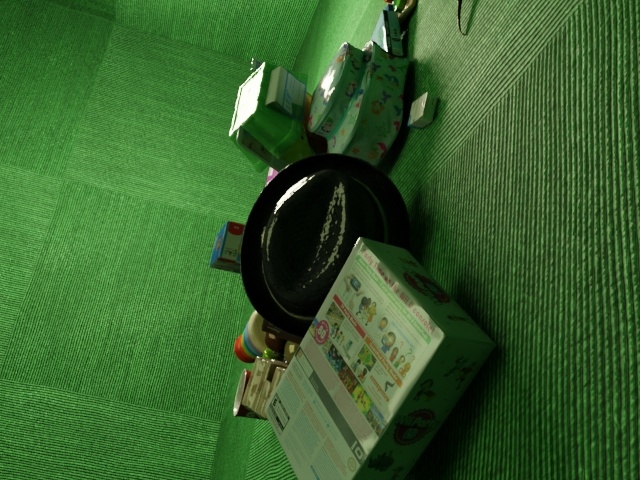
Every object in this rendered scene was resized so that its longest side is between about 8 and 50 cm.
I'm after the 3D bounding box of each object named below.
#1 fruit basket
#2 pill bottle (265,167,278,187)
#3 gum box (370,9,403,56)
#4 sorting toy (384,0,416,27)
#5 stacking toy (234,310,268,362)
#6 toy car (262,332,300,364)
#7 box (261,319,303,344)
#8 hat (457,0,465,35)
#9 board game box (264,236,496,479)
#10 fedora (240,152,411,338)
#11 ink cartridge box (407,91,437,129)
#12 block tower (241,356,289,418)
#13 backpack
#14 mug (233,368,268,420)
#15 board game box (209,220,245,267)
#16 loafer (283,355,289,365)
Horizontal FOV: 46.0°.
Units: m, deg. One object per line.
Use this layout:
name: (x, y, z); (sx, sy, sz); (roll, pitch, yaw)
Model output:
fruit basket: (-0.026, -0.244, 1.737); (0.165, 0.353, 0.327); (-43, 29, 40)
pill bottle: (-0.104, -0.102, 2.376); (0.169, 0.169, 0.302); (163, 120, -78)
gum box: (0.142, -0.417, 1.774); (0.184, 0.041, 0.157); (116, 155, -55)
sorting toy: (0.201, -0.613, 1.788); (0.307, 0.041, 0.229); (132, 150, -69)
stacking toy: (-0.164, 0.279, 2.084); (0.330, 0.141, 0.141); (133, 149, -63)
toy car: (-0.032, 0.254, 1.764); (0.188, 0.148, 0.155); (38, 120, 47)
box: (0.006, 0.086, 1.462); (0.167, 0.168, 0.203); (-57, -13, -66)
hat: (0.262, -0.499, 1.370); (0.208, 0.184, 0.173); (-35, 16, -7)
board game box: (0.062, 0.184, 0.993); (0.304, 0.097, 0.224); (-61, 37, 19)
fedora: (0.000, 0.000, 1.270); (0.152, 0.333, 0.334); (49, -127, -78)
ink cartridge box: (0.190, -0.238, 1.388); (0.083, 0.028, 0.048); (163, 121, -78)
block tower: (0.002, 0.274, 1.203); (0.335, 0.090, 0.097); (15, 87, 55)
backpack: (0.082, -0.277, 1.604); (0.225, 0.191, 0.254); (129, 149, -49)
mug: (-0.106, 0.372, 1.765); (0.150, 0.169, 0.113); (133, 149, -68)
board game box: (-0.099, 0.046, 1.793); (0.308, 0.301, 0.086); (153, 130, -77)
loafer: (-0.106, 0.351, 2.130); (0.170, 0.062, 0.061); (-81, -10, -53)
